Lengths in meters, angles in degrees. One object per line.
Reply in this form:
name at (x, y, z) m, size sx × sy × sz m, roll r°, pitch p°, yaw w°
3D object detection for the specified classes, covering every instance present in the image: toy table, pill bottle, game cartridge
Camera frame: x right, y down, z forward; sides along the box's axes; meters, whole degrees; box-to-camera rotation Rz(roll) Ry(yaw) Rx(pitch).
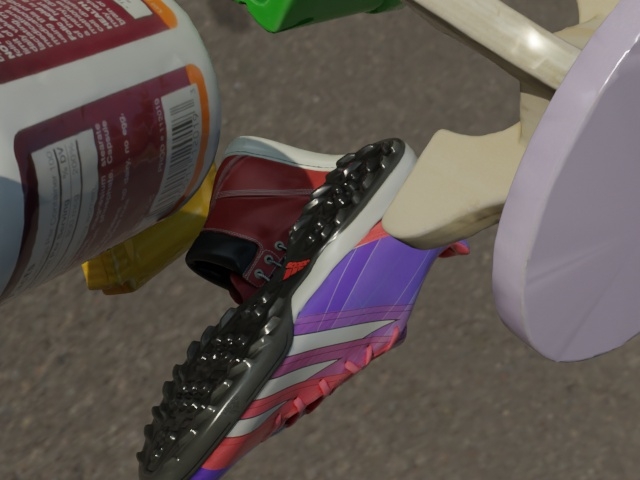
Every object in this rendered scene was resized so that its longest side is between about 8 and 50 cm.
toy table at (0.156, -0.083, 0.869) m, size 0.274 × 0.161 × 0.252 m, roll -49°, pitch 134°, yaw -4°
pill bottle at (-0.254, -0.062, 1.081) m, size 0.224 × 0.224 × 0.392 m, roll 56°, pitch 30°, yaw 0°
game cartridge at (-0.201, -0.131, 1.610) m, size 0.285 × 0.052 × 0.324 m, roll -44°, pitch 122°, yaw -62°

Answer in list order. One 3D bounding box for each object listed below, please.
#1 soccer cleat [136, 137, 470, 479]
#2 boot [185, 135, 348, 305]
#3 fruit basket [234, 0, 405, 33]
soccer cleat at (-0.004, 0.070, 1.079) m, size 0.116 × 0.108 × 0.318 m, roll 48°, pitch 61°, yaw -21°
boot at (0.000, 0.000, 1.488) m, size 0.244 × 0.088 × 0.176 m, roll 9°, pitch 56°, yaw 13°
fruit basket at (0.034, -0.399, 1.263) m, size 0.283 × 0.392 × 0.392 m, roll 40°, pitch 45°, yaw 10°
